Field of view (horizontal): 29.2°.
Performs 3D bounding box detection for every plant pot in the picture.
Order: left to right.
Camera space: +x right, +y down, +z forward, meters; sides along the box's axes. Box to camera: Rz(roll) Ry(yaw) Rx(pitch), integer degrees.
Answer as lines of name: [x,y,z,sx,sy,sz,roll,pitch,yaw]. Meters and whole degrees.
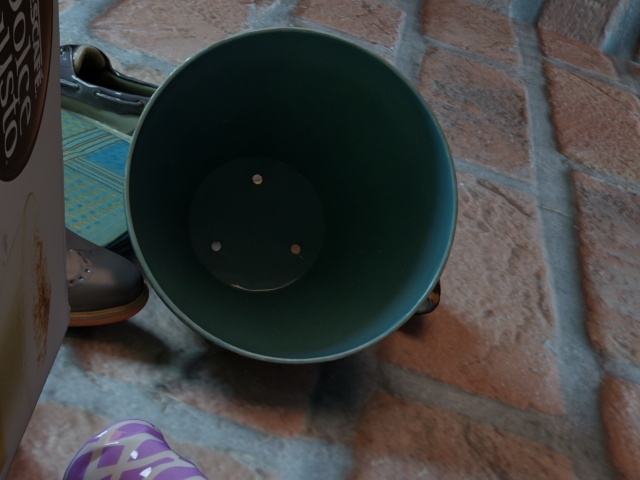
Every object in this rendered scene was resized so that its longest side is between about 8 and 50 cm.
plant pot: [-0.043,-0.028,1.133,0.290,0.290,0.195,15,-11,-11]

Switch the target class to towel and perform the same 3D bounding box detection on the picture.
towel: [-0.317,-0.087,1.280,0.370,0.040,0.271,26,24,17]

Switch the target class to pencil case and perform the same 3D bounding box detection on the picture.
pencil case: [-0.083,0.202,0.789,0.206,0.086,0.088,42,-3,36]

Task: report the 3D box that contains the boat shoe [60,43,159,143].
boat shoe: [-0.284,-0.188,1.449,0.285,0.092,0.103,29,25,18]

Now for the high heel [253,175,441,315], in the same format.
high heel: [0.000,0.000,1.262,0.261,0.093,0.186,18,16,-28]

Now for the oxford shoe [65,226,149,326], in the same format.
oxford shoe: [-0.273,-0.005,1.044,0.271,0.098,0.097,17,35,-2]

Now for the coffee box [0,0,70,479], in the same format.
coffee box: [-0.328,-0.011,0.600,0.338,0.337,0.334,8,36,2]
